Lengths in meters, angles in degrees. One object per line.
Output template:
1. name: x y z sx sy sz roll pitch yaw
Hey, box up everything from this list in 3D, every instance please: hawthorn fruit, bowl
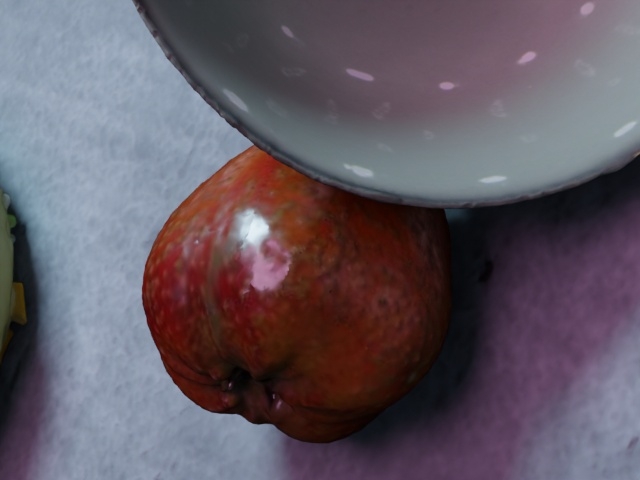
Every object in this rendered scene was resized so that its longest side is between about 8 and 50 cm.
1. hawthorn fruit: 0.000 0.000 0.860 0.162 0.162 0.203 -3 52 38
2. bowl: 0.057 -0.185 0.835 0.337 0.337 0.157 -62 7 0

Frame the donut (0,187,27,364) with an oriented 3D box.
1. donut: -0.337 0.032 1.099 0.307 0.150 0.371 -45 50 14
